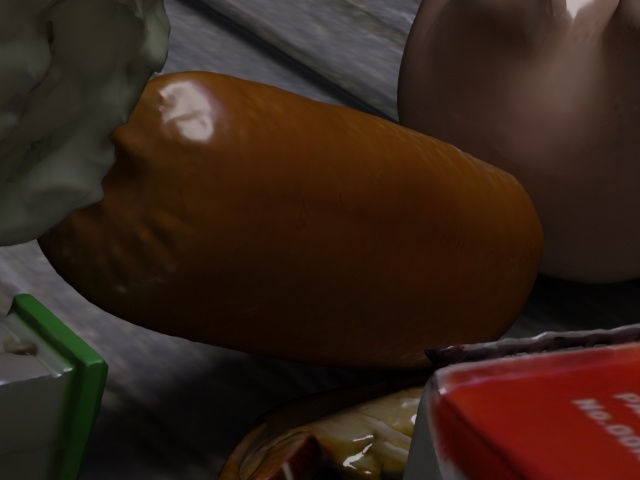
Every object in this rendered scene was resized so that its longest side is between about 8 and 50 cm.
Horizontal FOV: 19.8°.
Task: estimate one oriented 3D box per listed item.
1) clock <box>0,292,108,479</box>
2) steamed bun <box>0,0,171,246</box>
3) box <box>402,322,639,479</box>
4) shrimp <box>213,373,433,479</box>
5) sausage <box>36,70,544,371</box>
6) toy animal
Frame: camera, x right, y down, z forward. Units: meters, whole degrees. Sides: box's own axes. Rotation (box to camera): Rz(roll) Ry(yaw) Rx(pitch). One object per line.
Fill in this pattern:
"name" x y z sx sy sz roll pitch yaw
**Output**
"clock" -0.221 0.031 0.560 0.255 0.106 0.220 -8 34 -42
"steamed bun" -0.207 -0.095 0.432 0.334 0.233 0.312 20 21 -15
"box" 0.077 0.127 0.396 0.099 0.182 0.133 -5 28 -30
"shrimp" 0.023 0.083 0.599 0.133 0.053 0.236 28 28 26
"sausage" 0.000 0.000 0.657 0.098 0.098 0.238 33 12 35
"toy animal" 0.155 -0.108 0.857 0.237 0.269 0.326 20 60 17
